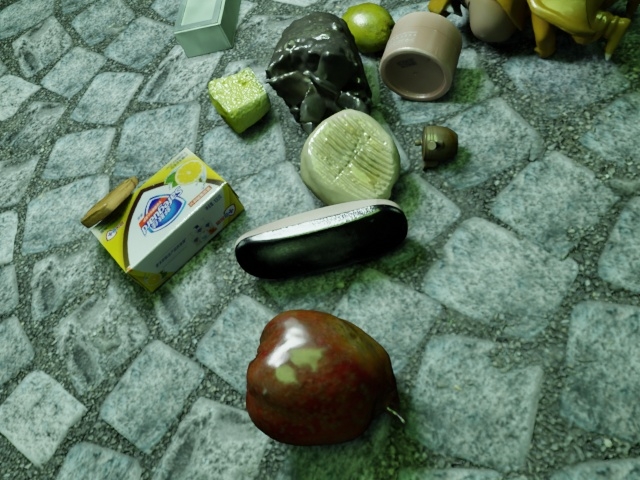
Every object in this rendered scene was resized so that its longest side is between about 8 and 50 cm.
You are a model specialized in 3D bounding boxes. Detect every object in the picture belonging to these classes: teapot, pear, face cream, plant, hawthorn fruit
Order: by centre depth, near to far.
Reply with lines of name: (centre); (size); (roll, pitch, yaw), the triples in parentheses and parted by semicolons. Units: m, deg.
hawthorn fruit: (0.012, 0.216, 0.889); (0.248, 0.208, 0.208); (22, 67, 8)
teapot: (0.217, -0.171, 1.115); (0.080, 0.110, 0.085); (2, 103, 5)
face cream: (0.203, -0.369, 1.206); (0.149, 0.149, 0.104); (9, 64, 24)
plant: (-0.002, -0.329, 1.236); (0.188, 0.199, 0.276); (-19, 51, 15)
pear: (0.108, -0.478, 1.339); (0.131, 0.107, 0.107); (22, 68, 17)

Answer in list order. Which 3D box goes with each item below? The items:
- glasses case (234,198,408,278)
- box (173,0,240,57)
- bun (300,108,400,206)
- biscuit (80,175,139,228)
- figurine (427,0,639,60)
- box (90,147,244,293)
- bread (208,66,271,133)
glasses case: (0.000, 0.000, 1.064); (0.314, 0.122, 0.075); (-15, 49, 11)
box: (-0.291, -0.599, 1.561); (0.129, 0.086, 0.225); (-7, 57, 15)
bun: (0.061, -0.138, 1.127); (0.193, 0.128, 0.178); (41, 84, 9)
biscuit: (-0.444, -0.082, 1.255); (0.142, 0.029, 0.220); (-39, 18, 5)
figurine: (0.439, -0.539, 1.163); (0.387, 0.268, 0.401); (26, 81, 16)
box: (-0.308, -0.044, 1.214); (0.265, 0.097, 0.168); (-43, 55, -9)
bread: (-0.179, -0.308, 1.326); (0.114, 0.111, 0.129); (-30, 73, -6)
